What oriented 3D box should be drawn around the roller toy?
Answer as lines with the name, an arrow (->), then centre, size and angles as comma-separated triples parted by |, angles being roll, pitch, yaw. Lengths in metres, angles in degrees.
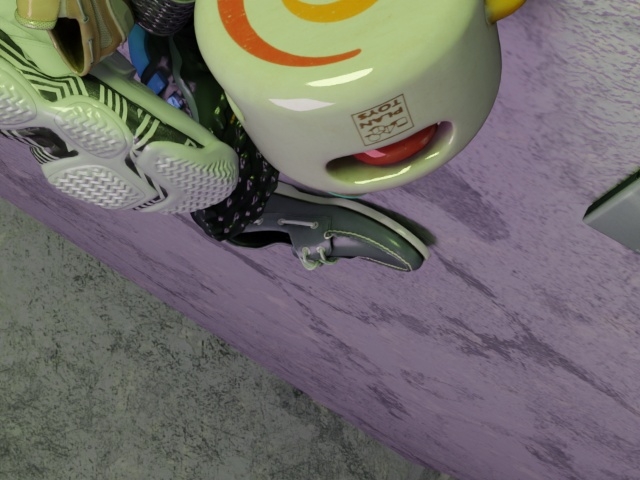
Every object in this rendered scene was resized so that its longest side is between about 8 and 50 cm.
roller toy -> 0.022, -0.140, 0.678 | 0.209, 0.191, 0.146 | 23, 163, 26

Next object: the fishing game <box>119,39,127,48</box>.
fishing game -> -0.279, -0.289, 0.931 | 0.189, 0.041, 0.264 | 18, 144, 41

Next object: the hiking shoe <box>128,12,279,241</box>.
hiking shoe -> -0.115, -0.144, 0.988 | 0.132, 0.113, 0.304 | 34, 140, 41

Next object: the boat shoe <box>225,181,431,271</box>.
boat shoe -> 0.000, 0.000, 1.348 | 0.319, 0.099, 0.116 | 19, 161, 35

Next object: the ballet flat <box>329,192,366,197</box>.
ballet flat -> -0.044, -0.129, 1.074 | 0.247, 0.083, 0.087 | 33, 179, 0

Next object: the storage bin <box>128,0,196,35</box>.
storage bin -> -0.149, -0.255, 0.756 | 0.180, 0.122, 0.084 | 33, 164, -13

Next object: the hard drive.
hard drive -> 0.298, -0.019, 0.888 | 0.094, 0.022, 0.135 | 29, 165, 1

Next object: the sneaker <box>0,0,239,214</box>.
sneaker -> -0.221, -0.168, 0.852 | 0.365, 0.210, 0.137 | 21, 150, -25

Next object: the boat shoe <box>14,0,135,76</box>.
boat shoe -> -0.183, -0.176, 0.694 | 0.068, 0.072, 0.190 | 23, 163, 21
